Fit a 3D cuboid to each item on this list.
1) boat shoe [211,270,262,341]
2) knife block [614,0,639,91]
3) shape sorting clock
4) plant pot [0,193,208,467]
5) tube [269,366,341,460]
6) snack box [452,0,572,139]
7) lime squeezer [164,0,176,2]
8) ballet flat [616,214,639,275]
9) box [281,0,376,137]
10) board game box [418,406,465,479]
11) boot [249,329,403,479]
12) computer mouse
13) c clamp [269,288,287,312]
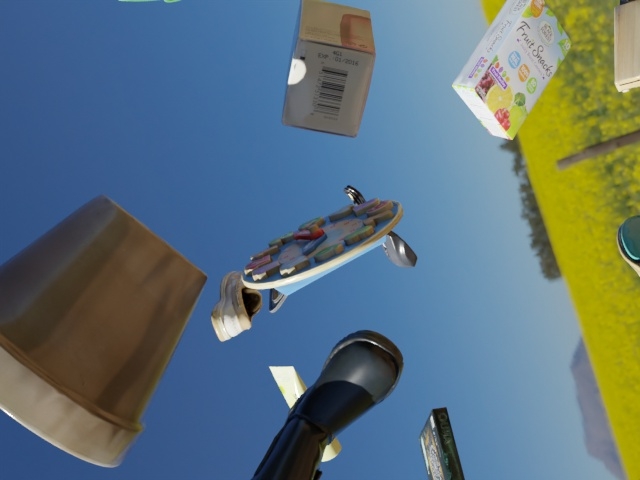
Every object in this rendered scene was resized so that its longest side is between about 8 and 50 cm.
[{"bbox_3d":[-0.111,0.089,1.340,0.170,0.059,0.063,-84,-24,-66],"label":"boat shoe"},{"bbox_3d":[0.647,-0.438,1.897,0.275,0.088,0.242,-25,-79,-56],"label":"knife block"},{"bbox_3d":[0.000,0.000,1.096,0.040,0.206,0.206,61,-163,-14],"label":"shape sorting clock"},{"bbox_3d":[-0.315,0.099,1.282,0.323,0.280,0.323,37,175,4],"label":"plant pot"},{"bbox_3d":[-0.034,0.381,2.088,0.240,0.070,0.062,63,-167,-14],"label":"tube"},{"bbox_3d":[0.222,-0.202,1.071,0.037,0.141,0.100,23,166,47],"label":"snack box"},{"bbox_3d":[-0.187,-0.365,1.225,0.310,0.058,0.110,-83,-26,-45],"label":"lime squeezer"},{"bbox_3d":[0.460,0.044,1.263,0.232,0.080,0.073,-95,-10,-63],"label":"ballet flat"},{"bbox_3d":[0.013,-0.288,1.535,0.232,0.126,0.149,-88,9,-60],"label":"box"},{"bbox_3d":[0.181,0.348,1.338,0.126,0.026,0.186,97,164,-61],"label":"board game box"},{"bbox_3d":[-0.001,0.247,1.162,0.094,0.246,0.207,35,-139,-5],"label":"boot"},{"bbox_3d":[0.115,-0.021,1.880,0.242,0.041,0.071,47,172,-27],"label":"computer mouse"},{"bbox_3d":[-0.062,0.075,1.833,0.022,0.137,0.161,28,-165,-15],"label":"c clamp"}]
